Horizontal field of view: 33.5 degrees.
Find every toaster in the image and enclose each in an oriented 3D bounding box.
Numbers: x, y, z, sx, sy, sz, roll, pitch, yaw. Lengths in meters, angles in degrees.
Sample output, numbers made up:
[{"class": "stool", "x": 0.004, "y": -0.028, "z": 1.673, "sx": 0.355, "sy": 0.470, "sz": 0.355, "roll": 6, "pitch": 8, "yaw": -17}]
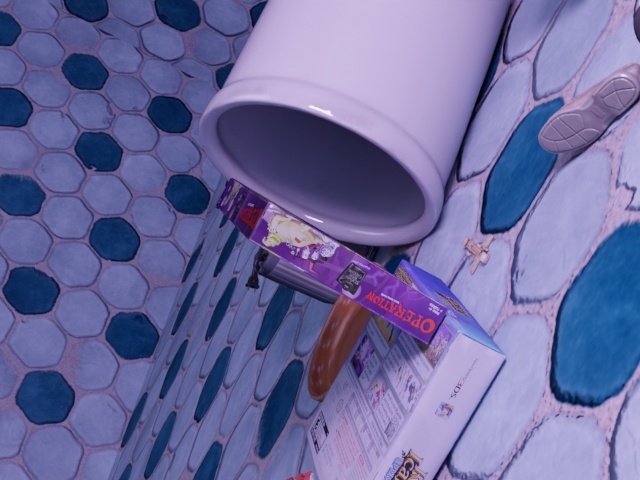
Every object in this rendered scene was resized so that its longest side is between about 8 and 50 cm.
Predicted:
[{"class": "toaster", "x": 0.000, "y": 0.000, "z": 1.588, "sx": 0.227, "sy": 0.146, "sz": 0.129, "roll": -66, "pitch": 12, "yaw": -11}]

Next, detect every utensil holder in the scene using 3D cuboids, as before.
[{"class": "utensil holder", "x": 0.064, "y": -0.239, "z": 1.422, "sx": 0.385, "sy": 0.327, "sz": 0.327, "roll": -66, "pitch": 13, "yaw": -22}]

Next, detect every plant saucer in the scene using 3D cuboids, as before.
[{"class": "plant saucer", "x": 0.045, "y": 0.126, "z": 1.416, "sx": 0.200, "sy": 0.037, "sz": 0.200, "roll": -58, "pitch": 15, "yaw": 25}]

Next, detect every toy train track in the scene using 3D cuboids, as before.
[{"class": "toy train track", "x": 0.171, "y": 0.009, "z": 1.192, "sx": 0.048, "sy": 0.014, "sz": 0.083, "roll": -62, "pitch": 12, "yaw": 8}]

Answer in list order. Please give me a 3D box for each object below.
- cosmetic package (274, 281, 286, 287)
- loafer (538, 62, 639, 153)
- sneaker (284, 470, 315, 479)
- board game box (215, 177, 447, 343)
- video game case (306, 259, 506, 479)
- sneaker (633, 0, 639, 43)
[{"class": "cosmetic package", "x": -0.054, "y": 0.024, "z": 1.997, "sx": 0.060, "sy": 0.041, "sz": 0.115, "roll": -46, "pitch": 22, "yaw": 55}, {"class": "loafer", "x": 0.266, "y": -0.128, "z": 1.036, "sx": 0.125, "sy": 0.045, "sz": 0.039, "roll": -40, "pitch": 9, "yaw": 47}, {"class": "sneaker", "x": -0.034, "y": 0.332, "z": 1.164, "sx": 0.093, "sy": 0.088, "sz": 0.225, "roll": 51, "pitch": 147, "yaw": 31}, {"class": "board game box", "x": -0.004, "y": 0.011, "z": 1.170, "sx": 0.056, "sy": 0.208, "sz": 0.347, "roll": -63, "pitch": 12, "yaw": 1}, {"class": "video game case", "x": 0.079, "y": 0.169, "z": 1.135, "sx": 0.244, "sy": 0.061, "sz": 0.269, "roll": -62, "pitch": 13, "yaw": 9}, {"class": "sneaker", "x": 0.321, "y": -0.236, "z": 0.952, "sx": 0.229, "sy": 0.086, "sz": 0.132, "roll": -58, "pitch": 5, "yaw": -20}]
